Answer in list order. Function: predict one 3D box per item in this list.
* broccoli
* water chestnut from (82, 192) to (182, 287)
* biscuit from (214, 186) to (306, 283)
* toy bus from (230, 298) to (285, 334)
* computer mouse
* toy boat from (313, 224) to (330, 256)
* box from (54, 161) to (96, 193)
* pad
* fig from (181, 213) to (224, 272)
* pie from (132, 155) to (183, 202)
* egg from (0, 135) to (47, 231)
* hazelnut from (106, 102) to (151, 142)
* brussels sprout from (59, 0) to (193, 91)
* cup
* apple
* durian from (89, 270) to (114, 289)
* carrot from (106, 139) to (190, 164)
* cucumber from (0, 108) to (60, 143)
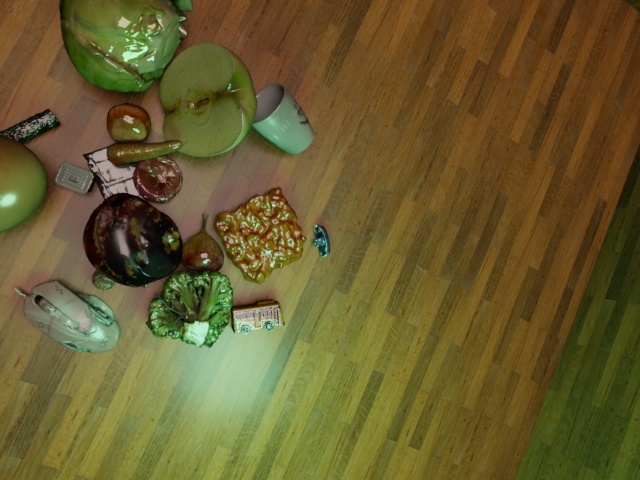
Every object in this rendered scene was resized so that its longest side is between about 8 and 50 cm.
[{"bbox_3d":[-0.459,0.251,1.713,0.304,0.283,0.321,6,109,-20],"label":"broccoli"},{"bbox_3d":[-0.666,0.009,1.648,0.347,0.335,0.335,-10,95,27],"label":"water chestnut"},{"bbox_3d":[-0.225,-0.016,1.871,0.312,0.110,0.318,-30,100,-17],"label":"biscuit"},{"bbox_3d":[-0.247,0.295,1.875,0.201,0.098,0.114,-6,93,-16],"label":"toy bus"},{"bbox_3d":[-0.880,0.262,1.661,0.389,0.115,0.199,37,77,-16],"label":"computer mouse"},{"bbox_3d":[0.000,0.000,1.969,0.061,0.060,0.137,-14,99,-39],"label":"toy boat"},{"bbox_3d":[-0.851,-0.217,1.676,0.122,0.069,0.084,23,91,-9],"label":"box"},{"bbox_3d":[-0.735,-0.237,1.749,0.174,0.022,0.233,-26,97,-15],"label":"pad"},{"bbox_3d":[-0.451,0.023,1.804,0.160,0.230,0.143,7,133,-36],"label":"fig"},{"bbox_3d":[-0.599,-0.228,1.766,0.182,0.049,0.182,3,84,-31],"label":"pie"},{"bbox_3d":[-1.060,-0.166,1.495,0.374,0.301,0.301,-29,99,-14],"label":"egg"},{"bbox_3d":[-0.685,-0.421,1.713,0.150,0.150,0.150,0,91,-18],"label":"hazelnut"},{"bbox_3d":[-0.667,-0.725,1.595,0.361,0.342,0.425,28,66,-7],"label":"brussels sprout"},{"bbox_3d":[-0.149,-0.479,1.855,0.186,0.258,0.234,-31,139,18],"label":"cup"},{"bbox_3d":[-0.409,-0.489,1.696,0.311,0.360,0.320,53,42,-42],"label":"apple"},{"bbox_3d":[-0.781,0.140,1.715,0.091,0.080,0.080,-4,92,-2],"label":"durian"},{"bbox_3d":[-0.609,-0.322,1.704,0.298,0.078,0.078,-9,94,0],"label":"carrot"},{"bbox_3d":[-1.038,-0.356,1.626,0.293,0.067,0.067,-33,100,-14],"label":"cucumber"}]
